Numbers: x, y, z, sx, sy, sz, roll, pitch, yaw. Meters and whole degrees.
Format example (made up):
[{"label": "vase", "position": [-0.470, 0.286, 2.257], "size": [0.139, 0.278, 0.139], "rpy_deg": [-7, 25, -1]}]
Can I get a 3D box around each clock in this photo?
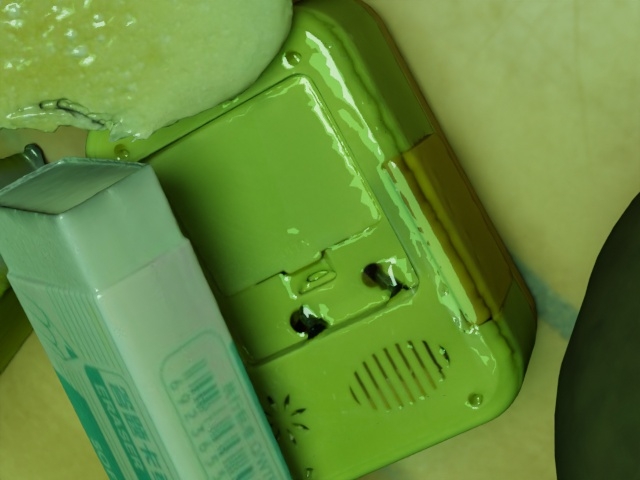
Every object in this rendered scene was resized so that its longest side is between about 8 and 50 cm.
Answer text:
[{"label": "clock", "position": [0.000, 0.000, 0.599], "size": [0.143, 0.096, 0.202], "rpy_deg": [-27, 96, 17]}]

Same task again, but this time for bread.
[{"label": "bread", "position": [-0.141, -0.117, 0.488], "size": [0.250, 0.039, 0.182], "rpy_deg": [-10, 117, -2]}]

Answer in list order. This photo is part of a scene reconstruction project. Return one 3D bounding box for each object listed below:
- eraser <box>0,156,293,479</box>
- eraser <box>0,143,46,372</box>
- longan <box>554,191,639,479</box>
[{"label": "eraser", "position": [-0.067, 0.075, 0.565], "size": [0.095, 0.052, 0.225], "rpy_deg": [9, 126, 55]}, {"label": "eraser", "position": [-0.213, 0.068, 0.641], "size": [0.069, 0.158, 0.226], "rpy_deg": [38, 110, 1]}, {"label": "longan", "position": [0.238, 0.076, 0.482], "size": [0.300, 0.243, 0.300], "rpy_deg": [1, 88, -19]}]
